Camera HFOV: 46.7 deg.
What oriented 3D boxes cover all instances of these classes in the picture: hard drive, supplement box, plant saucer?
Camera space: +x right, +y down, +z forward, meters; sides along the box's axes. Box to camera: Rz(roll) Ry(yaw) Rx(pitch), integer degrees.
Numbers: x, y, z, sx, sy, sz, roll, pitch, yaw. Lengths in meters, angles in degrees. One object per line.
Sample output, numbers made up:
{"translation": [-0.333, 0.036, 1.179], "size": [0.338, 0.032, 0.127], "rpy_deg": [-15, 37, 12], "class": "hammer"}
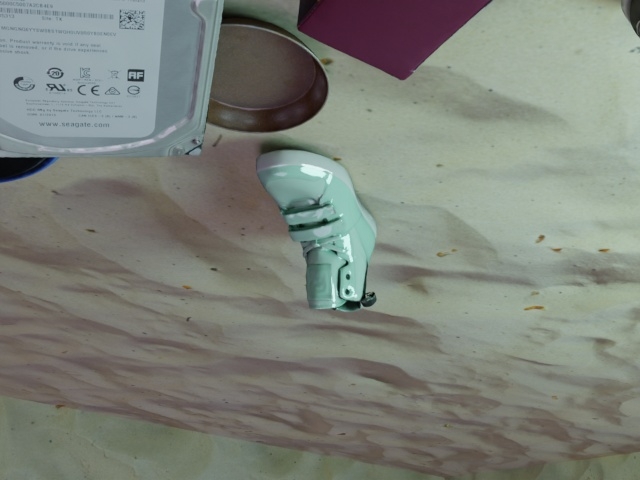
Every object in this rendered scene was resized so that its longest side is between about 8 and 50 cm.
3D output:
{"translation": [-0.190, -0.189, 0.552], "size": [0.237, 0.064, 0.339], "rpy_deg": [-2, 146, -18], "class": "hard drive"}
{"translation": [0.050, -0.208, 0.440], "size": [0.081, 0.188, 0.104], "rpy_deg": [18, 151, -26], "class": "supplement box"}
{"translation": [-0.074, -0.164, 0.732], "size": [0.168, 0.029, 0.168], "rpy_deg": [3, 155, 2], "class": "plant saucer"}

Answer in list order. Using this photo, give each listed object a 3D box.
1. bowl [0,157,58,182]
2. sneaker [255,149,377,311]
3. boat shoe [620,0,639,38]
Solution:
{"translation": [-0.421, -0.173, 0.711], "size": [0.391, 0.077, 0.391], "rpy_deg": [4, 154, 2], "class": "bowl"}
{"translation": [0.001, 0.000, 0.919], "size": [0.094, 0.151, 0.256], "rpy_deg": [-9, 150, 28], "class": "sneaker"}
{"translation": [0.357, -0.207, 0.509], "size": [0.109, 0.091, 0.305], "rpy_deg": [25, 147, -36], "class": "boat shoe"}
